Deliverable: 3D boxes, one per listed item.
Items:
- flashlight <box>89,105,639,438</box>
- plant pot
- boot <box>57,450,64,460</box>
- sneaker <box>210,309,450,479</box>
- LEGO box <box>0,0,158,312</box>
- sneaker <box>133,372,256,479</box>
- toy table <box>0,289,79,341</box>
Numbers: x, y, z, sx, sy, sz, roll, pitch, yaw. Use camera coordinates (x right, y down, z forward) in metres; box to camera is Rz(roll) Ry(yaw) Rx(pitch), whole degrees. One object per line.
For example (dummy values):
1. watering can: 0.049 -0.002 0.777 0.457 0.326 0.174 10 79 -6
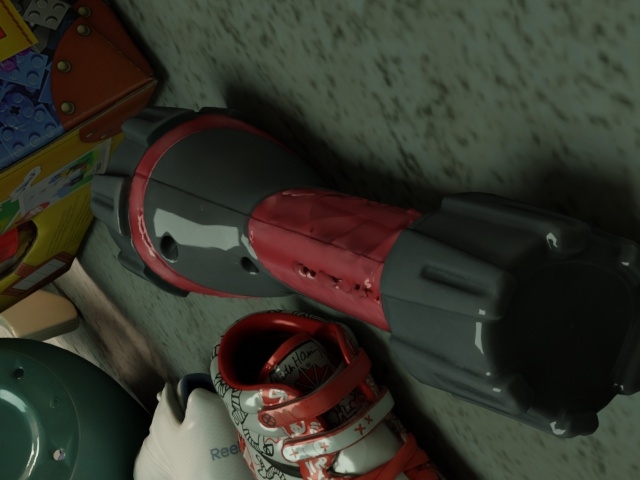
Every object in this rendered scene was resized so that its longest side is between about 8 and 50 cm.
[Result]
1. flashlight: 0.000 0.000 0.513 0.304 0.103 0.103 19 135 57
2. plant pot: -0.296 0.225 1.104 0.293 0.293 0.235 47 164 19
3. boot: -0.265 0.220 1.318 0.219 0.106 0.082 14 134 57
4. sneaker: 0.031 0.141 0.653 0.270 0.090 0.145 36 153 43
5. LEGO box: -0.340 -0.135 0.876 0.372 0.193 0.500 55 157 2
6. sneaker: -0.094 0.171 0.959 0.297 0.111 0.129 161 97 -67
7. toy table: -0.403 0.070 1.258 0.274 0.252 0.160 75 169 -60
